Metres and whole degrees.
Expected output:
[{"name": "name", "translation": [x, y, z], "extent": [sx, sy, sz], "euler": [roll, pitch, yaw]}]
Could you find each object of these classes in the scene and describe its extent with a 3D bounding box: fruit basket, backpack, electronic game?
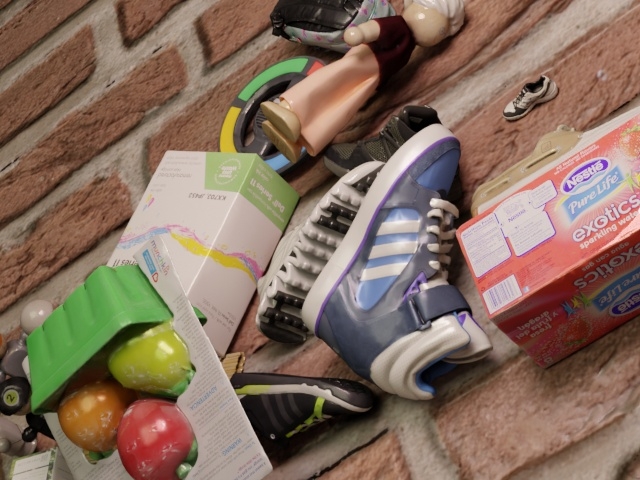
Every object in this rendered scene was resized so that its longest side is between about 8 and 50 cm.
[{"name": "fruit basket", "translation": [-0.231, 0.222, 1.827], "extent": [0.327, 0.165, 0.353], "euler": [-42, 71, 31]}, {"name": "backpack", "translation": [0.026, -0.358, 2.139], "extent": [0.182, 0.115, 0.152], "euler": [23, 89, 45]}, {"name": "electronic game", "translation": [-0.065, -0.187, 2.143], "extent": [0.229, 0.048, 0.229], "euler": [-22, 49, 27]}]

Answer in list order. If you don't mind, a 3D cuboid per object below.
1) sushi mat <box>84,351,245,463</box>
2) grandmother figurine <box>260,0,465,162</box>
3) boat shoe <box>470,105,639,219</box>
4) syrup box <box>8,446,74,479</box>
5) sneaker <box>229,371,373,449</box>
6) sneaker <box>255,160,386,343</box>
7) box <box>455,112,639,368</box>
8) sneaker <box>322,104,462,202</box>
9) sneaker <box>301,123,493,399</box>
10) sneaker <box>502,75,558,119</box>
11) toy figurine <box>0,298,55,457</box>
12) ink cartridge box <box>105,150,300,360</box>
[{"name": "sushi mat", "translation": [-0.246, 0.247, 2.008], "extent": [0.317, 0.019, 0.151], "euler": [-12, 53, 33]}, {"name": "grandmother figurine", "translation": [0.070, -0.249, 1.990], "extent": [0.342, 0.208, 0.104], "euler": [-39, 83, -14]}, {"name": "boat shoe", "translation": [0.311, -0.092, 1.715], "extent": [0.302, 0.113, 0.103], "euler": [-34, 51, 18]}, {"name": "syrup box", "translation": [-0.388, 0.421, 1.948], "extent": [0.093, 0.096, 0.236], "euler": [-20, 51, 31]}, {"name": "sneaker", "translation": [-0.027, 0.226, 1.818], "extent": [0.235, 0.084, 0.097], "euler": [0, 86, 41]}, {"name": "sneaker", "translation": [0.000, 0.000, 1.893], "extent": [0.292, 0.110, 0.118], "euler": [-52, 26, 18]}, {"name": "box", "translation": [0.330, -0.006, 1.616], "extent": [0.300, 0.142, 0.154], "euler": [-34, 45, 17]}, {"name": "sneaker", "translation": [0.097, -0.133, 1.903], "extent": [0.227, 0.087, 0.130], "euler": [17, 116, 44]}, {"name": "sneaker", "translation": [0.146, 0.042, 1.735], "extent": [0.236, 0.130, 0.322], "euler": [34, 91, 26]}, {"name": "sneaker", "translation": [0.277, -0.195, 1.871], "extent": [0.083, 0.037, 0.032], "euler": [-33, 47, 20]}, {"name": "toy figurine", "translation": [-0.444, 0.211, 2.083], "extent": [0.209, 0.148, 0.213], "euler": [-21, 47, 39]}, {"name": "ink cartridge box", "translation": [-0.202, 0.046, 2.028], "extent": [0.207, 0.119, 0.353], "euler": [4, 61, 42]}]
